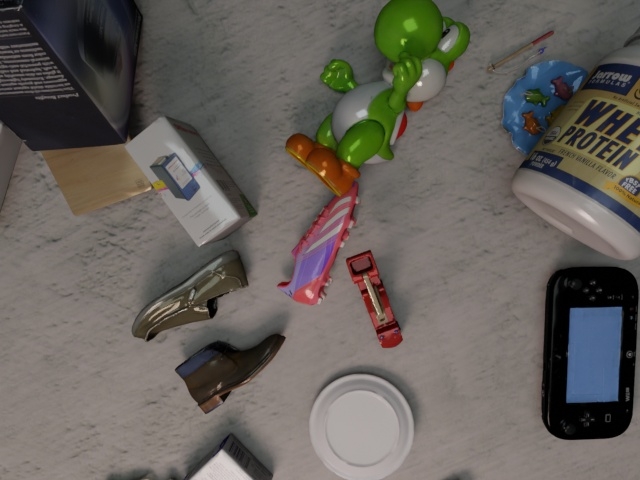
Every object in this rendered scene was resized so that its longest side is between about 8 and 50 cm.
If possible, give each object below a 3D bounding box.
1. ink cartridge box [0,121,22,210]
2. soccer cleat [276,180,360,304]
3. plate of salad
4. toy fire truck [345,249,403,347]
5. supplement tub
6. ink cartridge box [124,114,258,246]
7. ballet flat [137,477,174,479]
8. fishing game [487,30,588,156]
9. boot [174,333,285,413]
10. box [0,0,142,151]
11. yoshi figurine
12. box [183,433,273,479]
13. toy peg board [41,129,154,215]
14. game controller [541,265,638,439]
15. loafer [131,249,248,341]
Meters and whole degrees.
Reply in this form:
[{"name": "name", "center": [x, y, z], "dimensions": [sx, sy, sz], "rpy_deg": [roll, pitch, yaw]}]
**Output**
[{"name": "ink cartridge box", "center": [-0.729, -0.162, 0.899], "dimensions": [0.289, 0.121, 0.211], "rpy_deg": [18, 96, -14]}, {"name": "soccer cleat", "center": [0.000, 0.000, 0.924], "dimensions": [0.095, 0.083, 0.248], "rpy_deg": [21, 98, 6]}, {"name": "plate of salad", "center": [0.078, 0.355, 0.959], "dimensions": [0.200, 0.048, 0.199], "rpy_deg": [-1, 83, 4]}, {"name": "toy fire truck", "center": [0.100, 0.110, 0.895], "dimensions": [0.047, 0.135, 0.192], "rpy_deg": [-21, 92, 5]}, {"name": "supplement tub", "center": [0.484, -0.153, 0.784], "dimensions": [0.228, 0.228, 0.316], "rpy_deg": [35, 98, 1]}, {"name": "ink cartridge box", "center": [-0.221, -0.104, 0.890], "dimensions": [0.093, 0.154, 0.212], "rpy_deg": [-35, 92, 7]}, {"name": "ballet flat", "center": [-0.330, 0.512, 0.987], "dimensions": [0.222, 0.077, 0.079], "rpy_deg": [2, 75, 4]}, {"name": "fishing game", "center": [0.420, -0.234, 0.900], "dimensions": [0.189, 0.041, 0.264], "rpy_deg": [-29, 92, 2]}, {"name": "boot", "center": [-0.173, 0.225, 0.947], "dimensions": [0.219, 0.082, 0.106], "rpy_deg": [-41, 93, 7]}, {"name": "box", "center": [-0.423, -0.343, 0.772], "dimensions": [0.183, 0.294, 0.296], "rpy_deg": [-3, 68, 3]}, {"name": "yoshi figurine", "center": [0.089, -0.265, 0.845], "dimensions": [0.203, 0.203, 0.362], "rpy_deg": [44, 92, 6]}, {"name": "box", "center": [-0.185, 0.474, 0.970], "dimensions": [0.137, 0.072, 0.126], "rpy_deg": [-44, 91, 5]}, {"name": "toy peg board", "center": [-0.413, -0.153, 0.948], "dimensions": [0.161, 0.079, 0.160], "rpy_deg": [-18, 108, 4]}, {"name": "game controller", "center": [0.491, 0.205, 0.913], "dimensions": [0.167, 0.067, 0.319], "rpy_deg": [0, 95, 4]}, {"name": "loafer", "center": [-0.240, 0.119, 0.937], "dimensions": [0.251, 0.094, 0.087], "rpy_deg": [-36, 87, 5]}]
